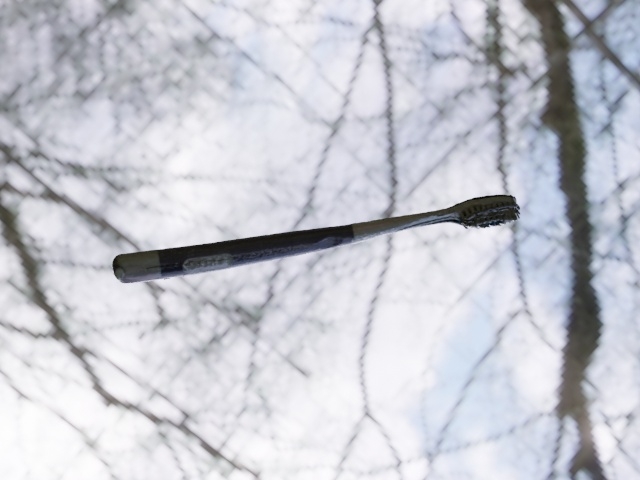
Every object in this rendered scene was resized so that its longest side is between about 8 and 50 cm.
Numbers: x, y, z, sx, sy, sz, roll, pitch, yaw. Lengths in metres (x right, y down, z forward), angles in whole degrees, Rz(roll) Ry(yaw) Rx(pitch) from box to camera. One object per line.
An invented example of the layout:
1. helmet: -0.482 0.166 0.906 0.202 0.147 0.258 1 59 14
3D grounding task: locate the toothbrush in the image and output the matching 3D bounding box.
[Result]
1. toothbrush: 0.000 0.000 1.277 0.288 0.024 0.026 -8 -159 -10
